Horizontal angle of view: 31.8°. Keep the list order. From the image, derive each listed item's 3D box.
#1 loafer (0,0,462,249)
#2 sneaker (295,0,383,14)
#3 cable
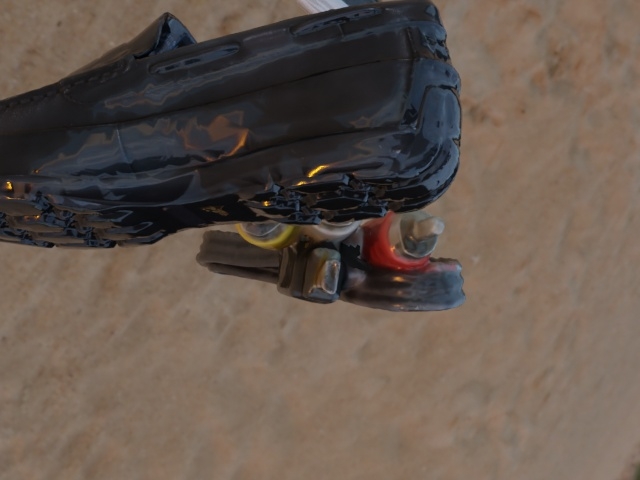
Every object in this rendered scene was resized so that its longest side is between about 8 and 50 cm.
[{"bbox_3d":[-0.058,-0.043,0.419,0.076,0.223,0.078,44,43,-67],"label":"loafer"},{"bbox_3d":[-0.012,-0.257,0.732,0.147,0.296,0.104,-40,172,6],"label":"sneaker"},{"bbox_3d":[0.000,0.000,0.702,0.287,0.139,0.072,-172,-90,-78],"label":"cable"}]
